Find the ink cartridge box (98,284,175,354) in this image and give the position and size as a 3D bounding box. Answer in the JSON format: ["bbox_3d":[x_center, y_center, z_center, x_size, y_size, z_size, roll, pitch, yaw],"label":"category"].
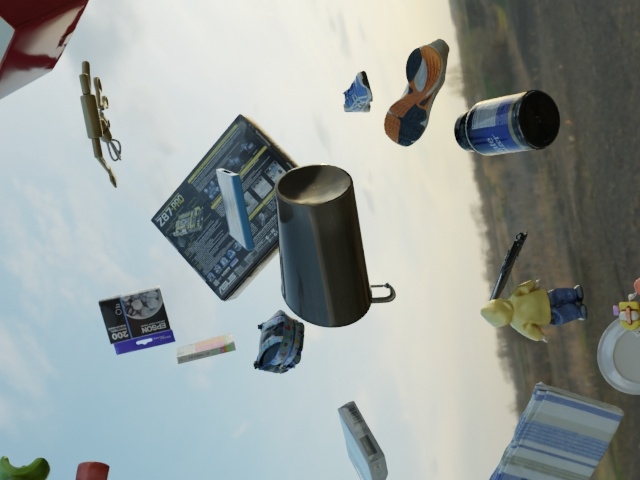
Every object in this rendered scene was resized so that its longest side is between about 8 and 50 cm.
[{"bbox_3d":[-0.601,0.269,2.278,0.045,0.206,0.208,-116,13,-74],"label":"ink cartridge box"}]

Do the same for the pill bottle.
[{"bbox_3d":[0.389,-0.245,1.481,0.219,0.123,0.123,3,105,63],"label":"pill bottle"}]

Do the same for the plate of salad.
[{"bbox_3d":[0.737,0.258,1.605,0.048,0.200,0.200,-85,-16,-83],"label":"plate of salad"}]

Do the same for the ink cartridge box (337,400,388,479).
[{"bbox_3d":[0.117,0.560,1.807,0.189,0.066,0.232,55,166,48],"label":"ink cartridge box"}]

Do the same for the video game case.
[{"bbox_3d":[-0.141,-0.055,1.139,0.166,0.015,0.119,-151,50,-71],"label":"video game case"}]

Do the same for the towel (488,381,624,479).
[{"bbox_3d":[0.506,0.452,1.502,0.034,0.209,0.285,-90,17,-70],"label":"towel"}]

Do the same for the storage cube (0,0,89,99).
[{"bbox_3d":[-0.518,-0.353,1.089,0.183,0.215,0.193,41,-144,-9],"label":"storage cube"}]

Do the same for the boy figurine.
[{"bbox_3d":[0.591,0.200,1.937,0.092,0.285,0.177,61,-160,-74],"label":"boy figurine"}]

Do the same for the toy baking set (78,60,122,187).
[{"bbox_3d":[-0.444,-0.235,1.424,0.197,0.030,0.256,-110,11,-84],"label":"toy baking set"}]

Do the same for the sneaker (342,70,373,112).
[{"bbox_3d":[0.111,-0.439,2.100,0.211,0.081,0.080,86,172,-71],"label":"sneaker"}]

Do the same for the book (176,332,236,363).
[{"bbox_3d":[-0.287,0.273,1.742,0.096,0.144,0.035,-159,57,-79],"label":"book"}]

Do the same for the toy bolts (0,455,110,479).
[{"bbox_3d":[-0.531,0.547,1.364,0.158,0.228,0.218,-94,6,-57],"label":"toy bolts"}]

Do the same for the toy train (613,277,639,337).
[{"bbox_3d":[0.608,0.134,1.261,0.046,0.125,0.166,8,-128,-58],"label":"toy train"}]

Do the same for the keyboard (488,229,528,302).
[{"bbox_3d":[0.549,0.085,2.052,0.201,0.033,0.317,-56,-18,-21],"label":"keyboard"}]

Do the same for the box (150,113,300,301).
[{"bbox_3d":[-0.221,-0.084,1.848,0.318,0.395,0.097,45,-166,11],"label":"box"}]

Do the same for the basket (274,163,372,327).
[{"bbox_3d":[0.000,0.000,1.171,0.204,0.154,0.227,-128,25,-48],"label":"basket"}]

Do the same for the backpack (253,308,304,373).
[{"bbox_3d":[-0.103,0.278,1.931,0.173,0.117,0.158,133,148,-52],"label":"backpack"}]

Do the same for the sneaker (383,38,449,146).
[{"bbox_3d":[0.228,-0.327,1.546,0.121,0.099,0.262,-45,-17,-43],"label":"sneaker"}]

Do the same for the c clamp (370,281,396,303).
[{"bbox_3d":[0.161,0.156,2.209,0.137,0.160,0.022,-77,-15,-57],"label":"c clamp"}]
